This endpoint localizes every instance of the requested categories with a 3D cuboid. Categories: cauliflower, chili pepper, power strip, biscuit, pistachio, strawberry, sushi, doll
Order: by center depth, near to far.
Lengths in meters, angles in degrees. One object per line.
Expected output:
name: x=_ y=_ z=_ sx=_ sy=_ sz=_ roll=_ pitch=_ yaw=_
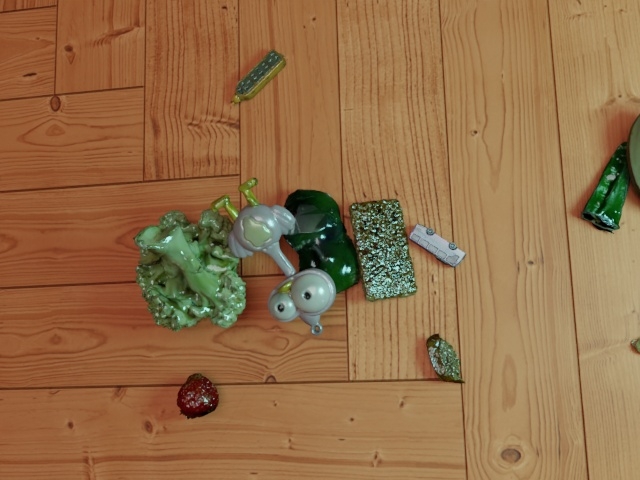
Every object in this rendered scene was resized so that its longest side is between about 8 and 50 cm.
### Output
pistachio: x=0.718 y=-0.175 z=1.486 sx=0.136 sy=0.136 sz=0.226 roll=-2 pitch=103 yaw=10
doll: x=-0.090 y=0.045 z=1.523 sx=0.160 sy=0.094 sz=0.365 roll=-30 pitch=92 yaw=10
chili pepper: x=0.654 y=-0.133 z=1.541 sx=0.088 sy=0.059 sz=0.227 roll=30 pitch=81 yaw=-4
sushi: x=0.275 y=0.263 z=1.546 sx=0.055 sy=0.052 sz=0.120 roll=-25 pitch=75 yaw=21
cauliflower: x=-0.281 y=0.048 z=1.570 sx=0.260 sy=0.281 sz=0.327 roll=-34 pitch=69 yaw=-33
biscuit: x=0.142 y=0.020 z=1.595 sx=0.131 sy=0.025 sz=0.231 roll=-8 pitch=79 yaw=-16
chili pepper: x=-0.002 y=-0.004 z=1.601 sx=0.148 sy=0.116 sz=0.264 roll=-18 pitch=79 yaw=4
strawberry: x=-0.281 y=0.354 z=1.605 sx=0.106 sy=0.106 sz=0.106 roll=-2 pitch=81 yaw=10
power strip: x=-0.157 y=-0.398 z=1.735 sx=0.178 sy=0.028 sz=0.049 roll=-45 pitch=78 yaw=2

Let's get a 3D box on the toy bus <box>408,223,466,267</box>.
toy bus: x=0.263 y=0.012 z=1.592 sx=0.131 sy=0.037 sz=0.052 roll=34 pitch=90 yaw=14

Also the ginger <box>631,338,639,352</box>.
ginger: x=0.726 y=0.198 z=1.480 sx=0.137 sy=0.044 sz=0.057 roll=-38 pitch=106 yaw=9
